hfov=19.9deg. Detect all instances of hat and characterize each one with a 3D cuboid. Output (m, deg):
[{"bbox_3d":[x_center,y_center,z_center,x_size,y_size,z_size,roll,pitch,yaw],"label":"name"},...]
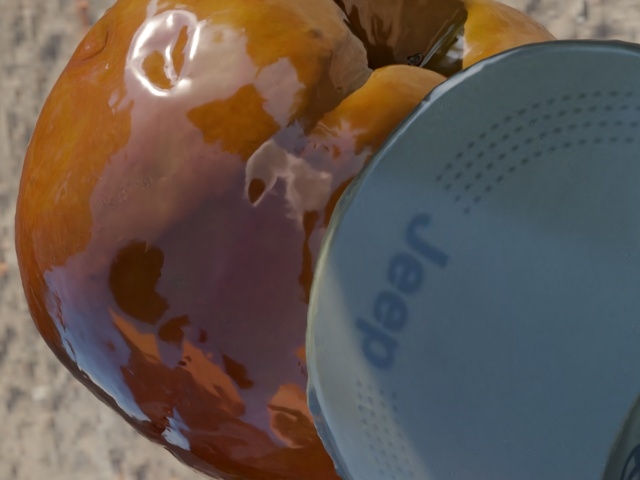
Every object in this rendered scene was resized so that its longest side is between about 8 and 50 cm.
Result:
[{"bbox_3d":[0.079,0.069,0.468,0.245,0.149,0.214,22,110,20],"label":"hat"}]

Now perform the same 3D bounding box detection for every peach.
[{"bbox_3d":[0.000,0.000,1.025,0.343,0.343,0.301,52,126,40],"label":"peach"}]
